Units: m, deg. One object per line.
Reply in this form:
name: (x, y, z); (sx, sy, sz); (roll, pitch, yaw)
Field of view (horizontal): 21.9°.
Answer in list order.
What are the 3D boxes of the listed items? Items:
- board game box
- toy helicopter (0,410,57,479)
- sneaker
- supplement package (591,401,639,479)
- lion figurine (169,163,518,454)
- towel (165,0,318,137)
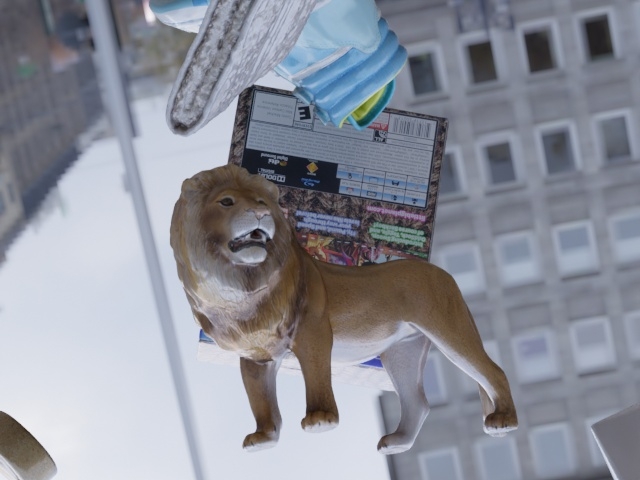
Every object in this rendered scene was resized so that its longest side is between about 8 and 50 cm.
board game box: (0.000, 0.000, 1.819); (0.232, 0.291, 0.141); (10, 167, -3)
toy helicopter: (-0.378, 0.146, 1.619); (0.140, 0.235, 0.355); (-43, -140, -24)
sneaker: (-0.039, -0.200, 1.694); (0.127, 0.208, 0.319); (-47, -152, -19)
supplement package: (0.323, 0.224, 1.066); (0.175, 0.177, 0.293); (-27, -148, 4)
lion figurine: (0.027, 0.069, 1.537); (0.392, 0.240, 0.142); (11, 153, -44)
towel: (-0.028, -0.224, 1.378); (0.049, 0.282, 0.187); (36, -141, 8)
